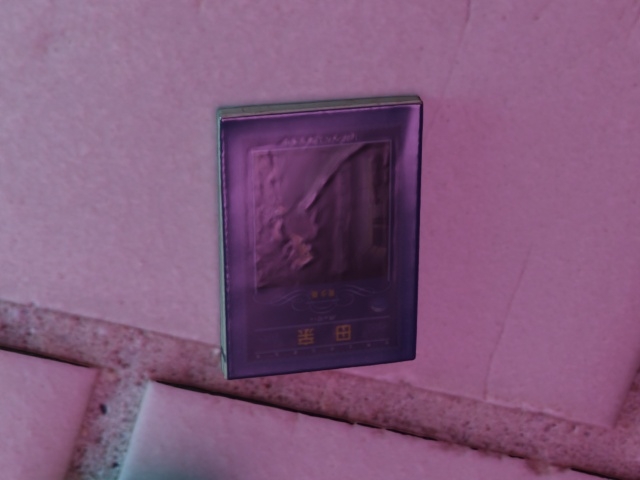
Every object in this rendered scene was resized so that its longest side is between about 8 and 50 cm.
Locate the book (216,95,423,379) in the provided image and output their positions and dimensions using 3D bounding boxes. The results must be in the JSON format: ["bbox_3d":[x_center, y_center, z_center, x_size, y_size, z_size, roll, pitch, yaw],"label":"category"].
[{"bbox_3d":[0.000,0.000,1.504,0.191,0.025,0.269,-4,114,-11],"label":"book"}]
